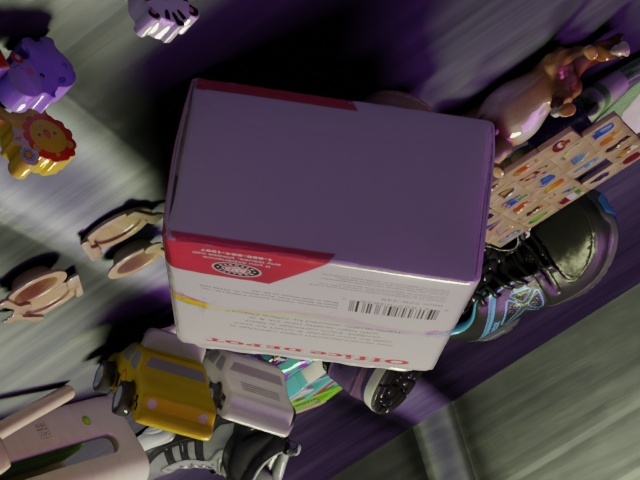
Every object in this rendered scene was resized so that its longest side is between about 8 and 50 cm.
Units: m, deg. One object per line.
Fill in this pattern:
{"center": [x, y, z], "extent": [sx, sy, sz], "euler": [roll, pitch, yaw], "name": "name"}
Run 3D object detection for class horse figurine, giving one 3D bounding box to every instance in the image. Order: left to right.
{"center": [0.184, -0.113, 1.555], "extent": [0.263, 0.066, 0.174], "euler": [-42, -173, 10], "name": "horse figurine"}

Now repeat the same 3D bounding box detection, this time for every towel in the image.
{"center": [0.398, -0.178, 1.882], "extent": [0.324, 0.038, 0.248], "euler": [-25, 165, -19], "name": "towel"}

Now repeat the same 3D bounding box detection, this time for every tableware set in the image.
{"center": [-0.198, 0.025, 1.383], "extent": [0.168, 0.020, 0.141], "euler": [-31, 167, 0], "name": "tableware set"}

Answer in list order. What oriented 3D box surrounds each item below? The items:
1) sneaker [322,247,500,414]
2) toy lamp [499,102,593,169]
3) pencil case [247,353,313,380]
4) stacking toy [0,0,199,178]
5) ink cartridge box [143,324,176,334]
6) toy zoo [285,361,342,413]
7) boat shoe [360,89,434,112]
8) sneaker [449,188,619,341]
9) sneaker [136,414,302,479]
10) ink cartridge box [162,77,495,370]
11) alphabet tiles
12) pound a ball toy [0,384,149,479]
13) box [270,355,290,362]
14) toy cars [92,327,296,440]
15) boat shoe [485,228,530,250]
{"center": [0.107, 0.068, 2.063], "extent": [0.283, 0.124, 0.107], "euler": [-52, 149, -7], "name": "sneaker"}
{"center": [0.169, -0.055, 1.753], "extent": [0.274, 0.080, 0.080], "euler": [-34, 166, 9], "name": "toy lamp"}
{"center": [-0.035, 0.134, 2.033], "extent": [0.151, 0.064, 0.070], "euler": [-35, -178, 15], "name": "pencil case"}
{"center": [-0.191, -0.086, 0.923], "extent": [0.221, 0.052, 0.167], "euler": [-14, 159, -48], "name": "stacking toy"}
{"center": [-0.070, 0.063, 1.780], "extent": [0.224, 0.056, 0.181], "euler": [-12, 168, 5], "name": "ink cartridge box"}
{"center": [0.027, 0.184, 2.422], "extent": [0.293, 0.030, 0.192], "euler": [-40, 164, 36], "name": "toy zoo"}
{"center": [0.058, -0.074, 1.432], "extent": [0.302, 0.109, 0.098], "euler": [96, 16, -72], "name": "boat shoe"}
{"center": [0.269, 0.051, 2.260], "extent": [0.139, 0.125, 0.341], "euler": [-9, 153, -46], "name": "sneaker"}
{"center": [-0.144, 0.289, 2.171], "extent": [0.268, 0.153, 0.101], "euler": [-37, 165, 25], "name": "sneaker"}
{"center": [0.000, 0.000, 1.274], "extent": [0.226, 0.131, 0.306], "euler": [8, 165, -2], "name": "ink cartridge box"}
{"center": [0.234, -0.061, 1.692], "extent": [0.198, 0.009, 0.237], "euler": [-33, 162, 14], "name": "alphabet tiles"}
{"center": [-0.304, 0.254, 1.743], "extent": [0.208, 0.136, 0.319], "euler": [-38, 165, 29], "name": "pound a ball toy"}
{"center": [0.008, 0.078, 1.944], "extent": [0.169, 0.054, 0.059], "euler": [-33, 167, 7], "name": "box"}
{"center": [-0.121, 0.145, 1.757], "extent": [0.393, 0.176, 0.087], "euler": [15, 96, -69], "name": "toy cars"}
{"center": [0.214, -0.021, 1.977], "extent": [0.233, 0.079, 0.084], "euler": [-16, 159, -51], "name": "boat shoe"}
